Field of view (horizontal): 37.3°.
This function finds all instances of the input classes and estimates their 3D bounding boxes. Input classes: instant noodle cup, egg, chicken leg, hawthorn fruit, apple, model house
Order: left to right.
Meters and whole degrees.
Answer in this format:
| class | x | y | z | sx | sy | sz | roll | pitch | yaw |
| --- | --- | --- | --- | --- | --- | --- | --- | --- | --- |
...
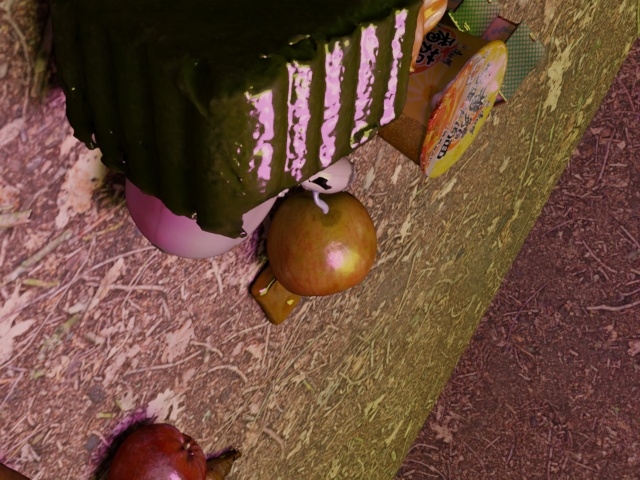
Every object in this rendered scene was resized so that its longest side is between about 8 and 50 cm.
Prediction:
| class | x | y | z | sx | sy | sz | roll | pitch | yaw |
| --- | --- | --- | --- | --- | --- | --- | --- | --- | --- |
| hawthorn fruit | -0.284 | 0.402 | 1.623 | 0.173 | 0.172 | 0.173 | -45 | 154 | -29 |
| chicken leg | -0.223 | 0.494 | 1.999 | 0.178 | 0.070 | 0.093 | -39 | 153 | -59 |
| egg | -0.136 | -0.104 | 1.232 | 0.271 | 0.196 | 0.196 | -55 | 158 | -21 |
| apple | 0.000 | 0.000 | 1.647 | 0.196 | 0.196 | 0.196 | -45 | 154 | -29 |
| instant noodle cup | 0.172 | -0.268 | 1.635 | 0.264 | 0.200 | 0.264 | -45 | 155 | -27 |
| model house | 0.298 | -0.344 | 1.786 | 0.178 | 0.206 | 0.271 | -53 | 157 | -13 |

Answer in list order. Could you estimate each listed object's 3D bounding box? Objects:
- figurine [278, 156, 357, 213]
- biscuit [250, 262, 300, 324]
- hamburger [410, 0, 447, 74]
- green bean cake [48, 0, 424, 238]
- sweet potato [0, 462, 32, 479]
| class | x | y | z | sx | sy | sz | roll | pitch | yaw |
| --- | --- | --- | --- | --- | --- | --- | --- | --- | --- |
| figurine | -0.031 | -0.126 | 1.503 | 0.208 | 0.183 | 0.129 | -114 | -138 | -72 |
| biscuit | -0.061 | 0.070 | 1.810 | 0.174 | 0.039 | 0.183 | -52 | 157 | -18 |
| hamburger | 0.051 | -0.290 | 1.385 | 0.303 | 0.186 | 0.261 | -48 | 157 | -27 |
| green bean cake | -0.085 | -0.196 | 1.031 | 0.319 | 0.335 | 0.218 | -35 | 148 | -35 |
| sweet potato | -0.455 | 0.340 | 1.247 | 0.130 | 0.130 | 0.423 | -48 | 150 | -21 |
